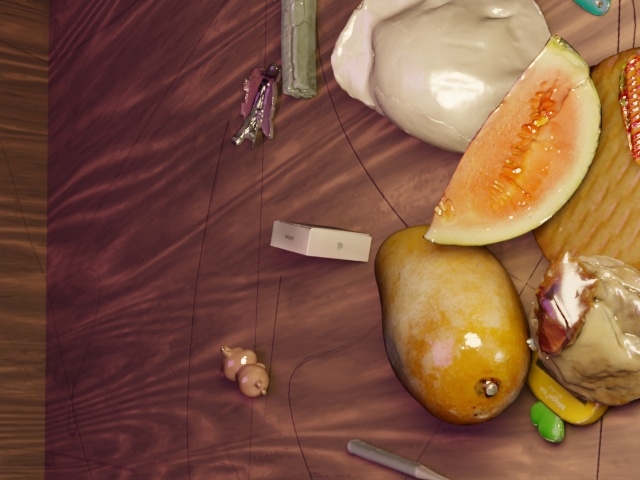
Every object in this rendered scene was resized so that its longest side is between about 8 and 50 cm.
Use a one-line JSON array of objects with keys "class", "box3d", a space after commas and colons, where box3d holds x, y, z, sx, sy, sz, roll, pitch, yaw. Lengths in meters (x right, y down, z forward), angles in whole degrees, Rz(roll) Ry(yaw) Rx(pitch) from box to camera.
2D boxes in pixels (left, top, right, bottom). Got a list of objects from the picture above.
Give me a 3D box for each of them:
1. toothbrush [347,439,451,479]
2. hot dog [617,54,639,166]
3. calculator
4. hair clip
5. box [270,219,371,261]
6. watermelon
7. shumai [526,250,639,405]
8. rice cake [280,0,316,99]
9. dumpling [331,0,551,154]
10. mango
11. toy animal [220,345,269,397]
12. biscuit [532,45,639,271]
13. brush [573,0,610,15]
[{"class": "toothbrush", "box3d": [0.146, 0.368, 1.582, 0.342, 0.025, 0.030, 9, 95, 57]}, {"class": "hot dog", "box3d": [0.390, -0.158, 1.198, 0.062, 0.038, 0.144, -18, 67, 52]}, {"class": "calculator", "box3d": [0.339, 0.156, 1.307, 0.146, 0.032, 0.234, 43, 119, 51]}, {"class": "hair clip", "box3d": [-0.136, -0.286, 2.113, 0.146, 0.056, 0.187, 22, 95, 58]}, {"class": "box", "box3d": [0.000, 0.000, 1.769, 0.130, 0.129, 0.051, 12, 95, 57]}, {"class": "watermelon", "box3d": [0.275, -0.101, 1.278, 0.128, 0.159, 0.303, 40, 112, 20]}, {"class": "shumai", "box3d": [0.315, 0.109, 1.195, 0.201, 0.120, 0.201, 13, 107, 48]}, {"class": "rice cake", "box3d": [-0.041, -0.447, 1.969, 0.063, 0.066, 0.336, -13, 75, 48]}, {"class": "dumpling", "box3d": [0.199, -0.267, 1.460, 0.341, 0.181, 0.260, 33, 104, 46]}, {"class": "mango", "box3d": [0.177, 0.106, 1.411, 0.384, 0.199, 0.221, -121, 28, -58]}, {"class": "toy animal", "box3d": [-0.153, 0.266, 2.011, 0.150, 0.089, 0.083, 29, 106, 46]}, {"class": "biscuit", "box3d": [0.386, -0.089, 1.255, 0.318, 0.040, 0.317, -21, 64, 53]}, {"class": "brush", "box3d": [0.346, -0.375, 1.392, 0.193, 0.032, 0.043, 53, 125, 31]}]
